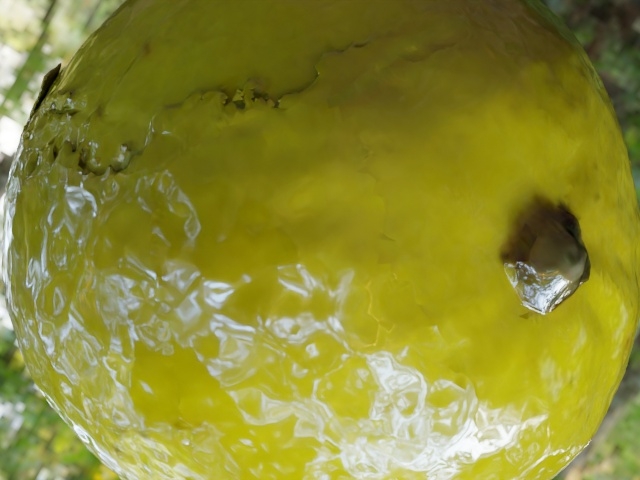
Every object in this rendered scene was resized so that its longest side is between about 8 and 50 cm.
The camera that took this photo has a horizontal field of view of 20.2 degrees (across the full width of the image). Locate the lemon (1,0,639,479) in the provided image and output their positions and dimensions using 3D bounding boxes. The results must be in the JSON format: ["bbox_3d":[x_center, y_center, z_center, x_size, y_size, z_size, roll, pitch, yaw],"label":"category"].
[{"bbox_3d":[-0.001,0.000,0.803,0.297,0.297,0.297,30,-174,-3],"label":"lemon"}]
